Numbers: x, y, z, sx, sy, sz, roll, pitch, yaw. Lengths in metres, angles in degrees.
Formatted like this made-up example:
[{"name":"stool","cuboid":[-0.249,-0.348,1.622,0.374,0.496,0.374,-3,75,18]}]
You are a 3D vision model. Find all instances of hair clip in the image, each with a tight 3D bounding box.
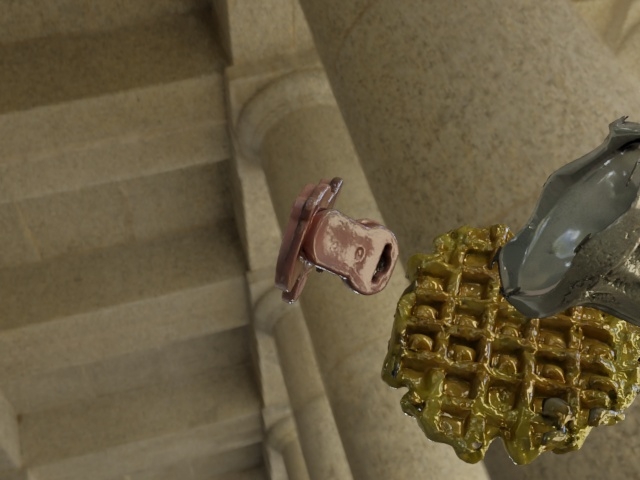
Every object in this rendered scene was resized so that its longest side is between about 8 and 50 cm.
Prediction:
[{"name":"hair clip","cuboid":[-0.009,-0.002,0.736,0.138,0.102,0.123,18,-93,-52]}]

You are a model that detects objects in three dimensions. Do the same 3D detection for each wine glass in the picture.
[{"name":"wine glass","cuboid":[0.252,0.028,0.635,0.196,0.165,0.165,34,-53,-8]}]

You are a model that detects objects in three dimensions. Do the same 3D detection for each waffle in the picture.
[{"name":"waffle","cuboid":[0.176,0.089,0.824,0.280,0.262,0.060,-20,-42,-24]}]
